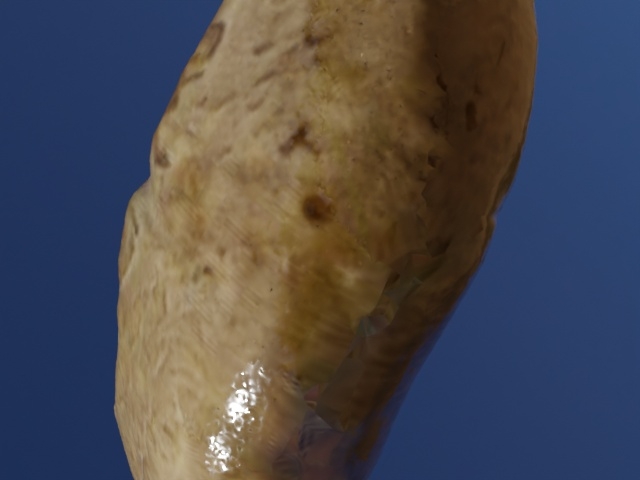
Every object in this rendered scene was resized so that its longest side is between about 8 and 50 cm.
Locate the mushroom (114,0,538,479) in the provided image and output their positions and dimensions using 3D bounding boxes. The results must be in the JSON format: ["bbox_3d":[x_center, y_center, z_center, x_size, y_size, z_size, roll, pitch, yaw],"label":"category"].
[{"bbox_3d":[-0.001,-0.001,0.472,0.072,0.210,0.094,10,-156,-35],"label":"mushroom"}]
